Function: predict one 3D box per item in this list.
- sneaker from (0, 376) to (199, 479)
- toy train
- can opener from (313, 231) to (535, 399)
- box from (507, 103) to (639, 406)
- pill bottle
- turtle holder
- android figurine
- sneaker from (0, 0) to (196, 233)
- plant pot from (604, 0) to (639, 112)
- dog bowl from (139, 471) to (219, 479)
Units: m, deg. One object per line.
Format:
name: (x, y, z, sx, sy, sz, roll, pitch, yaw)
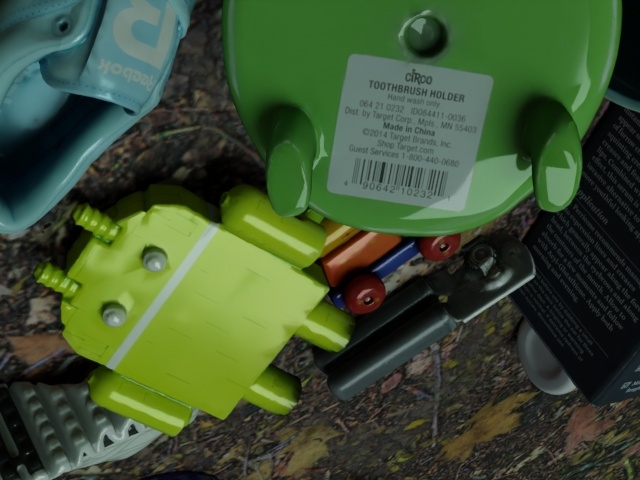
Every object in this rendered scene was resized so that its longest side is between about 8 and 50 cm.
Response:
sneaker: (-0.240, 0.186, 0.916, 0.292, 0.110, 0.118, -17, 151, -20)
toy train: (0.000, 0.000, 0.882, 0.248, 0.105, 0.143, -35, 135, 4)
can opener: (0.131, 0.094, 1.110, 0.283, 0.076, 0.095, -35, 144, 4)
box: (0.451, -0.026, 1.095, 0.294, 0.212, 0.395, -5, 137, -33)
pill bottle: (0.395, 0.137, 1.326, 0.216, 0.121, 0.121, -10, 139, -29)
turtle holder: (0.049, -0.172, 0.601, 0.243, 0.227, 0.320, -20, 109, 8)
android figurine: (-0.109, 0.058, 0.819, 0.273, 0.056, 0.248, 32, 108, -27)
sneaker: (-0.112, -0.151, 0.560, 0.135, 0.150, 0.366, 11, 126, -46)
plant pot: (0.336, -0.227, 0.744, 0.255, 0.271, 0.271, -7, 140, -55)
dog bowl: (-0.221, 0.414, 1.197, 0.265, 0.104, 0.265, -21, 144, -17)
